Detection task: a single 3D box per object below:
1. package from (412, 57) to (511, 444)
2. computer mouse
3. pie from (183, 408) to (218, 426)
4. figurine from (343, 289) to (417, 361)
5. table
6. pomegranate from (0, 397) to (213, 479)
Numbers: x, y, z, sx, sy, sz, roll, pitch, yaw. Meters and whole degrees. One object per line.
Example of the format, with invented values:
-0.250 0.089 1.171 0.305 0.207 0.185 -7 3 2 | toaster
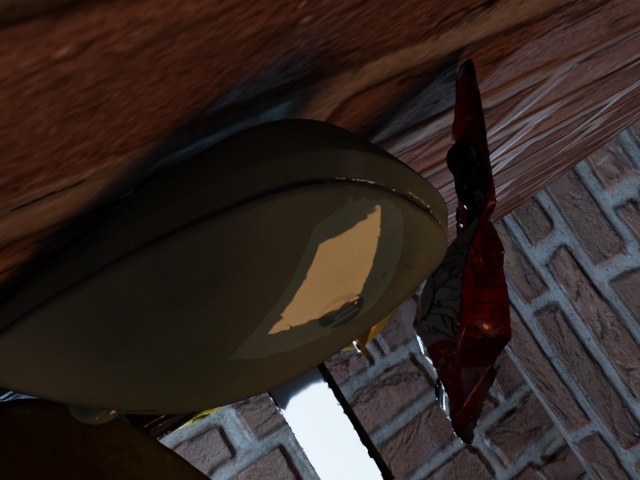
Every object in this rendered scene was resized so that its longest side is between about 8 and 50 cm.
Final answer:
0.112 0.013 0.714 0.071 0.270 0.194 7 175 -3 | package
-0.059 0.043 0.518 0.288 0.097 0.159 -34 146 22 | computer mouse
-0.268 0.318 1.732 0.339 0.077 0.339 -29 174 -3 | pie
0.006 0.006 0.695 0.131 0.156 0.246 -4 160 13 | figurine
-0.104 0.248 1.139 0.250 0.282 0.196 -28 172 -31 | table
-0.225 0.331 0.692 0.416 0.417 0.417 -32 173 -5 | pomegranate
